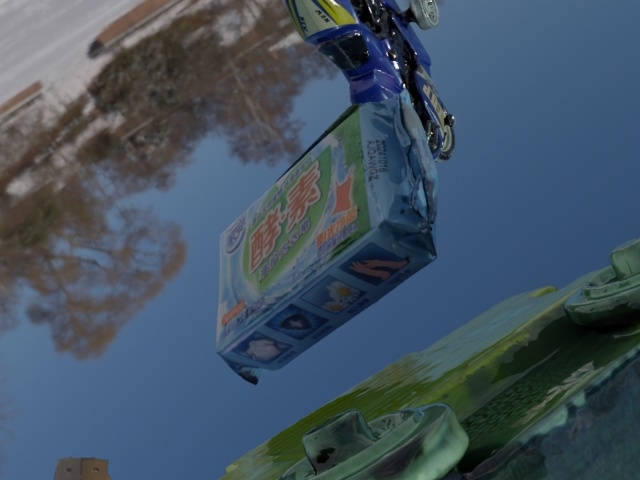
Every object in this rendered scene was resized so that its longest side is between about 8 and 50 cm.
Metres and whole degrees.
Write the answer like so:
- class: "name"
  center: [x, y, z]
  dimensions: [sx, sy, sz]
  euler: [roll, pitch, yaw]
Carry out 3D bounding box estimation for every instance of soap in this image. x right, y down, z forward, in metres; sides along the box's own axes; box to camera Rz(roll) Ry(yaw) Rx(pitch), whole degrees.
- class: "soap"
  center: [0.000, 0.000, 0.780]
  dimensions: [0.293, 0.077, 0.156]
  euler: [-40, -142, 36]

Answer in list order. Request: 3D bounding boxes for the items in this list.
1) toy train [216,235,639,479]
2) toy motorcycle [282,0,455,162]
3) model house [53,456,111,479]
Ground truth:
- class: "toy train"
  center: [0.089, 0.140, 0.508]
  dimensions: [0.442, 0.179, 0.272]
  euler: [-26, 178, -34]
- class: "toy motorcycle"
  center: [0.060, -0.168, 0.880]
  dimensions: [0.113, 0.315, 0.168]
  euler: [-14, -136, 31]
- class: "model house"
  center: [-0.307, 0.364, 1.108]
  dimensions: [0.181, 0.176, 0.248]
  euler: [4, 166, -13]
